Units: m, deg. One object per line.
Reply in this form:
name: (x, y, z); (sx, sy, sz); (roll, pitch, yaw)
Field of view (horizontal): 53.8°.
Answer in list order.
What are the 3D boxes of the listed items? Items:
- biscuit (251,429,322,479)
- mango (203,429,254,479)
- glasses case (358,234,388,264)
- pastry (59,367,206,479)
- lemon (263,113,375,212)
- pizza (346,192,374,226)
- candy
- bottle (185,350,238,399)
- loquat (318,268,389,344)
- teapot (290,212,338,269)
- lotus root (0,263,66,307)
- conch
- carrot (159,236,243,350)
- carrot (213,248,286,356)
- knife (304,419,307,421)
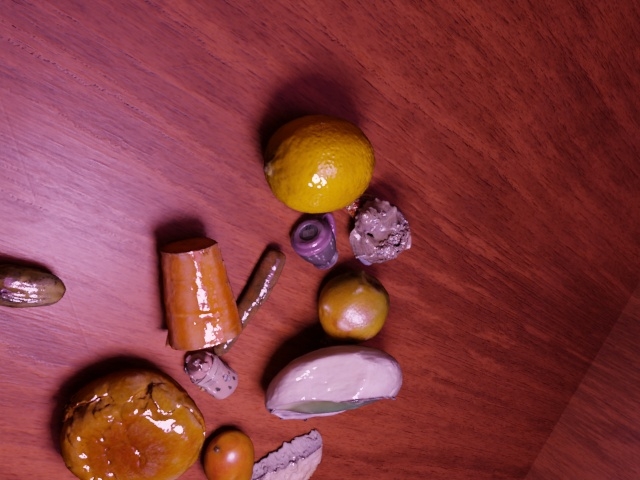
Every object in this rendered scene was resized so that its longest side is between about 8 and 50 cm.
biscuit: (-0.104, 0.734, 1.994); (0.281, 0.084, 0.179); (-26, 123, -26)
mango: (-0.261, 0.643, 1.815); (0.151, 0.120, 0.221); (-18, 127, -31)
glasses case: (0.177, -0.004, 1.886); (0.178, 0.045, 0.067); (-51, 128, -7)
pastry: (-0.454, 0.469, 1.533); (0.356, 0.164, 0.356); (-6, 112, -14)
lemon: (0.002, -0.189, 1.546); (0.320, 0.245, 0.245); (-9, 116, -35)
pizza: (0.122, -0.103, 1.812); (0.099, 0.029, 0.100); (-39, 129, -17)
candy: (0.053, 0.412, 1.835); (0.386, 0.186, 0.427); (-19, 155, 17)
bottle: (-0.298, 0.349, 1.671); (0.099, 0.099, 0.152); (-49, 128, -8)
loquat: (0.085, 0.211, 1.825); (0.213, 0.213, 0.246); (29, 104, -41)
teapot: (-0.009, 0.004, 1.733); (0.116, 0.148, 0.146); (-18, 141, 13)
lotus root: (-0.628, 0.098, 1.323); (0.179, 0.080, 0.089); (16, 87, -44)
conch: (0.179, -0.011, 1.799); (0.178, 0.163, 0.245); (-34, 144, 21)
carrot: (-0.304, 0.121, 1.534); (0.196, 0.196, 0.254); (-18, 109, -29)
carrot: (-0.191, 0.176, 1.690); (0.070, 0.070, 0.342); (28, 94, -41)
knife: (-0.087, 0.498, 1.939); (0.045, 0.021, 0.222); (-46, 130, -7)
